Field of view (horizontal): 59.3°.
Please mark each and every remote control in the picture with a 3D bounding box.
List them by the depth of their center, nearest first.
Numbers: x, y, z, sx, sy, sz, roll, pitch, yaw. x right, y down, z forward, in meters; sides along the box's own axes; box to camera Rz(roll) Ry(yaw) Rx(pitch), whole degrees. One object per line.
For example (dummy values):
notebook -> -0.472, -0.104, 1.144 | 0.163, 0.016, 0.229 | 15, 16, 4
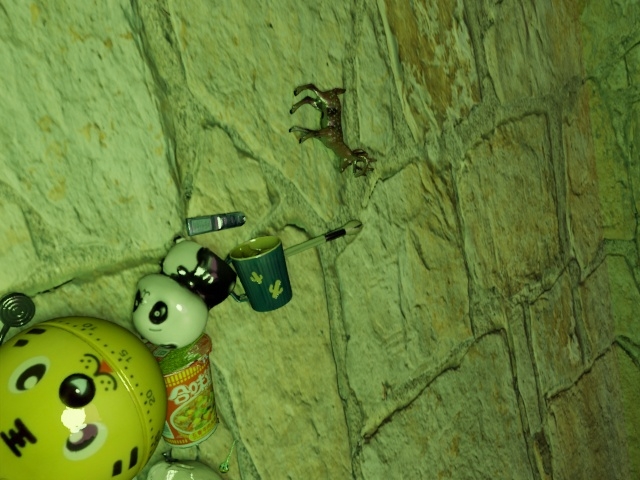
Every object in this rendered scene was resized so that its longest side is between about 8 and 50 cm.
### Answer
remote control -> -0.251, -0.044, 1.363 | 0.152, 0.027, 0.044 | -12, 104, -33

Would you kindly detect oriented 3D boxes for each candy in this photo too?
candy -> -0.233, 0.547, 1.423 | 0.023, 0.025, 0.083 | 50, 53, -58

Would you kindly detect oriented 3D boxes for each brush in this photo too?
brush -> 0.000, 0.000, 1.537 | 0.299, 0.042, 0.039 | -22, 145, -32

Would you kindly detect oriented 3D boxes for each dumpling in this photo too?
dumpling -> -0.316, 0.600, 1.275 | 0.205, 0.163, 0.293 | -53, 134, -10

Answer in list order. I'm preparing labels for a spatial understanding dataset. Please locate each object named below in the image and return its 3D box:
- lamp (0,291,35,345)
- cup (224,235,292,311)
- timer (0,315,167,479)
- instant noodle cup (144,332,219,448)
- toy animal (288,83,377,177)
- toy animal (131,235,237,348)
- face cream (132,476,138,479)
lamp -> -0.641, 0.281, 1.053 | 0.130, 0.108, 0.371 | 46, 67, -33
cup -> -0.160, 0.091, 1.389 | 0.176, 0.131, 0.155 | -18, 110, -3
timer -> -0.467, 0.320, 0.988 | 0.387, 0.375, 0.377 | -33, 115, -60
instant noodle cup -> -0.312, 0.340, 1.262 | 0.193, 0.193, 0.212 | -24, 114, -32
toy animal -> 0.042, -0.296, 1.520 | 0.259, 0.087, 0.244 | -1, 95, -33
toy animal -> -0.307, 0.124, 1.236 | 0.235, 0.187, 0.165 | -50, 132, -22
face cream -> -0.434, 0.587, 1.228 | 0.101, 0.101, 0.346 | -21, 106, -33
